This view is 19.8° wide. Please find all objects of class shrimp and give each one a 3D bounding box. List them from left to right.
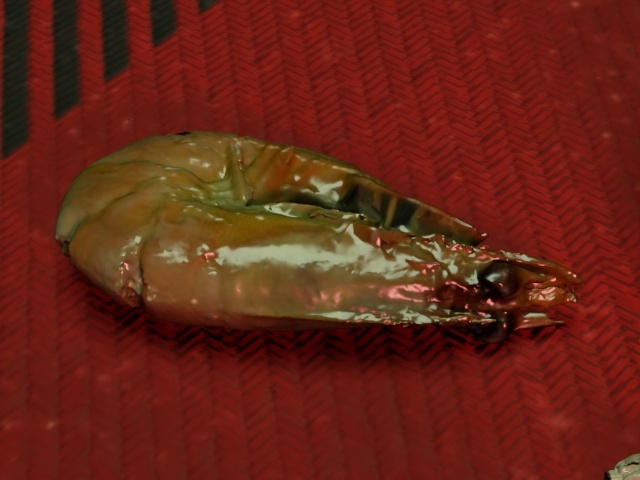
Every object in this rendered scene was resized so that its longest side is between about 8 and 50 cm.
[{"bbox_3d":[0.000,-0.001,0.928,0.267,0.061,0.145,8,35,13],"label":"shrimp"}]

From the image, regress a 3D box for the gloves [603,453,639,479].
[{"bbox_3d":[0.158,0.114,0.822,0.081,0.037,0.044,-11,80,-17],"label":"gloves"}]
